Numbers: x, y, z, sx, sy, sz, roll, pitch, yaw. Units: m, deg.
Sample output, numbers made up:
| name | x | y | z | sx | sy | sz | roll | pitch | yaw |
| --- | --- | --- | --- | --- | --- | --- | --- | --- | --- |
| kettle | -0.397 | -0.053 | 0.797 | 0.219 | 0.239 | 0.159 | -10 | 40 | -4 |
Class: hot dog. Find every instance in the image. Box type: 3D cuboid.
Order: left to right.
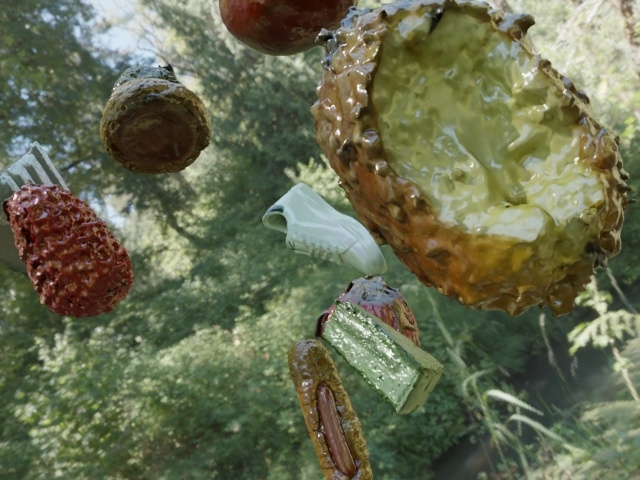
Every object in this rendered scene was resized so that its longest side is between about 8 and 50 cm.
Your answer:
| name | x | y | z | sx | sy | sz | roll | pitch | yaw |
| --- | --- | --- | --- | --- | --- | --- | --- | --- | --- |
| hot dog | 0.015 | 0.222 | 0.769 | 0.066 | 0.215 | 0.047 | -14 | -21 | -11 |

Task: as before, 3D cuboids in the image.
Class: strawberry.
| name | x | y | z | sx | sy | sz | roll | pitch | yaw |
| --- | --- | --- | --- | --- | --- | --- | --- | --- | --- |
| strawberry | -0.304 | 0.021 | 0.750 | 0.121 | 0.188 | 0.082 | -37 | 36 | -14 |

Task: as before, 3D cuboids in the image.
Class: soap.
| name | x | y | z | sx | sy | sz | roll | pitch | yaw |
| --- | --- | --- | --- | --- | --- | --- | --- | --- | --- |
| soap | -0.544 | -0.002 | 1.195 | 0.159 | 0.302 | 0.258 | -29 | 22 | 0 |

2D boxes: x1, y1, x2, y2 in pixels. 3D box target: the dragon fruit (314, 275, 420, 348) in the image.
| name | x | y | z | sx | sy | sz | roll | pitch | yaw |
| --- | --- | --- | --- | --- | --- | --- | --- | --- | --- |
| dragon fruit | 0.106 | 0.146 | 1.298 | 0.224 | 0.148 | 0.218 | 6 | 3 | -23 |

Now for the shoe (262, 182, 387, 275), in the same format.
| name | x | y | z | sx | sy | sz | roll | pitch | yaw |
| --- | --- | --- | --- | --- | --- | --- | --- | --- | --- |
| shoe | 0.000 | 0.000 | 1.106 | 0.110 | 0.265 | 0.095 | -32 | -42 | -18 |

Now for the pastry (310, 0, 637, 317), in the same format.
| name | x | y | z | sx | sy | sz | roll | pitch | yaw |
| --- | --- | --- | --- | --- | --- | --- | --- | --- | --- |
| pastry | 0.170 | -0.098 | 0.755 | 0.292 | 0.405 | 0.337 | -41 | -9 | -3 |

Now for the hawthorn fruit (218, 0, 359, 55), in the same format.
| name | x | y | z | sx | sy | sz | roll | pitch | yaw |
| --- | --- | --- | --- | --- | --- | --- | --- | --- | --- |
| hawthorn fruit | -0.063 | -0.479 | 1.145 | 0.295 | 0.295 | 0.311 | -33 | -14 | -52 |

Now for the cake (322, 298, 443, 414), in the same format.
| name | x | y | z | sx | sy | sz | roll | pitch | yaw |
| --- | --- | --- | --- | --- | --- | --- | --- | --- | --- |
| cake | 0.109 | 0.204 | 1.130 | 0.099 | 0.235 | 0.100 | 20 | -76 | -47 |

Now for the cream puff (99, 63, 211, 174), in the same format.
| name | x | y | z | sx | sy | sz | roll | pitch | yaw |
| --- | --- | --- | --- | --- | --- | --- | --- | --- | --- |
| cream puff | -0.283 | -0.227 | 1.073 | 0.184 | 0.168 | 0.183 | -10 | -40 | -8 |
